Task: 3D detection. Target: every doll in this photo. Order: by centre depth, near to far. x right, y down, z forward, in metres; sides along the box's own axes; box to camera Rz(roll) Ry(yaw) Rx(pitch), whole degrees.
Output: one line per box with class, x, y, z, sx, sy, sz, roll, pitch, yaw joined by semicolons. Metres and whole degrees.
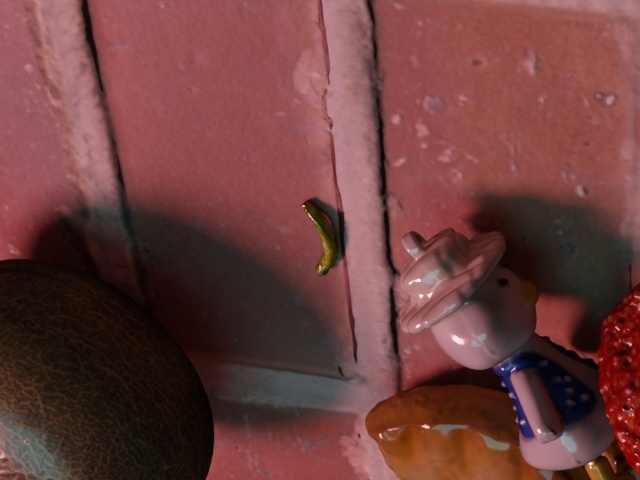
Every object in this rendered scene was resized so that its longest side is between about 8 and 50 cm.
doll;0.169;0.099;1.680;0.119;0.138;0.293;-36;103;29

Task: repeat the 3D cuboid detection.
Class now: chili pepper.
chili pepper;0.000;0.001;1.745;0.030;0.017;0.083;9;134;16

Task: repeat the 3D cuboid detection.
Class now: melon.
melon;-0.239;0.149;1.822;0.302;0.237;0.237;44;132;-17

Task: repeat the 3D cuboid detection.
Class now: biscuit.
biscuit;0.174;0.236;1.843;0.213;0.091;0.274;-3;128;27

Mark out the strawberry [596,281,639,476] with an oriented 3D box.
strawberry;0.355;0.140;1.605;0.288;0.250;0.238;25;174;29
